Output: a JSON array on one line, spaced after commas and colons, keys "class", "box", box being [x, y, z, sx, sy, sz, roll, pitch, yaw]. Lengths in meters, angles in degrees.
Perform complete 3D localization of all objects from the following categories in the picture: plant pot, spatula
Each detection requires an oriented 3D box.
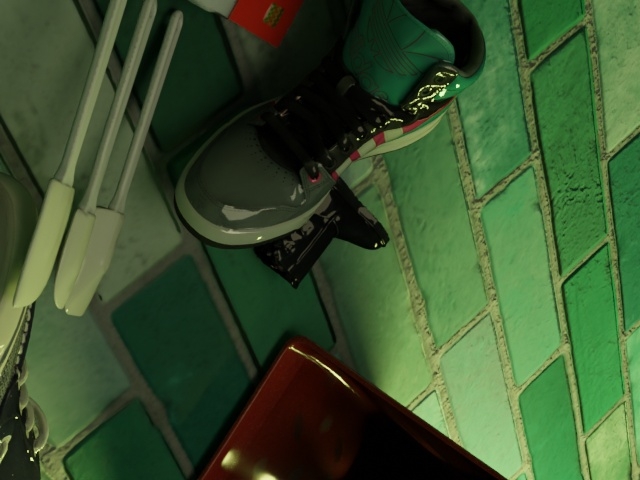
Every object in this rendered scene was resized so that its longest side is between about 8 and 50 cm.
[{"class": "plant pot", "box": [0.048, 0.288, 1.213, 0.267, 0.267, 0.236, -57, 152, 1]}, {"class": "spatula", "box": [-0.151, -0.066, 0.860, 0.168, 0.019, 0.242, 36, 69, -78]}]

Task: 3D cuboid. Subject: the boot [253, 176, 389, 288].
[{"class": "boot", "box": [0.001, 0.000, 1.120, 0.099, 0.045, 0.121, -52, 134, -9]}]

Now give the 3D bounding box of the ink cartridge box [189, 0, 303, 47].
[{"class": "ink cartridge box", "box": [-0.043, -0.230, 0.920, 0.179, 0.045, 0.145, 24, 98, -48]}]

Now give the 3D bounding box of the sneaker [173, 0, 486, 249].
[{"class": "sneaker", "box": [0.023, -0.114, 0.956, 0.295, 0.124, 0.178, -36, 166, -33]}]

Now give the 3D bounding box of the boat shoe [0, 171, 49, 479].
[{"class": "boat shoe", "box": [-0.257, 0.110, 0.891, 0.158, 0.127, 0.340, 7, 113, -63]}]
